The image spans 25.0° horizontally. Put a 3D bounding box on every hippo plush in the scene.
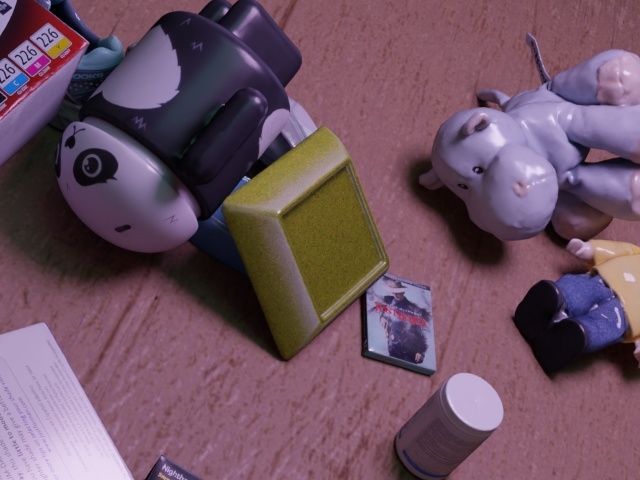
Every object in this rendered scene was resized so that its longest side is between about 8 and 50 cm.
[{"bbox_3d":[0.259,-0.126,1.736,0.236,0.234,0.294,-14,64,-41],"label":"hippo plush"}]

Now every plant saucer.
[{"bbox_3d":[0.000,0.000,1.507,0.188,0.045,0.188,-40,117,-41],"label":"plant saucer"}]

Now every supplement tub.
[{"bbox_3d":[0.130,0.191,1.469,0.071,0.107,0.071,18,46,-20],"label":"supplement tub"}]

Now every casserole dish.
[{"bbox_3d":[-0.066,-0.013,1.567,0.188,0.037,0.114,31,42,-6],"label":"casserole dish"}]

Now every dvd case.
[{"bbox_3d":[0.086,0.088,1.598,0.087,0.013,0.119,19,44,-20],"label":"dvd case"}]

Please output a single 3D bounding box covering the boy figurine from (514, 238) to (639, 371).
[{"bbox_3d":[0.363,0.069,1.744,0.285,0.092,0.177,-13,62,-41],"label":"boy figurine"}]

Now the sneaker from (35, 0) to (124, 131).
[{"bbox_3d":[-0.324,-0.245,1.530,0.283,0.122,0.110,35,43,-3],"label":"sneaker"}]

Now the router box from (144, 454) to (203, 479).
[{"bbox_3d":[-0.099,0.291,1.274,0.179,0.046,0.133,33,42,-5],"label":"router box"}]

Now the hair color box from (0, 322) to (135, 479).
[{"bbox_3d":[-0.334,0.205,1.148,0.339,0.110,0.185,-15,65,-43],"label":"hair color box"}]

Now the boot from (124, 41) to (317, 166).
[{"bbox_3d":[-0.111,-0.139,1.618,0.123,0.095,0.258,-26,63,-38],"label":"boot"}]

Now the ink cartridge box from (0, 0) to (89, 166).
[{"bbox_3d":[-0.426,-0.155,1.360,0.272,0.130,0.309,37,48,0],"label":"ink cartridge box"}]

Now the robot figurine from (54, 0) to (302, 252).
[{"bbox_3d":[-0.144,-0.120,1.457,0.173,0.209,0.278,36,74,8],"label":"robot figurine"}]
